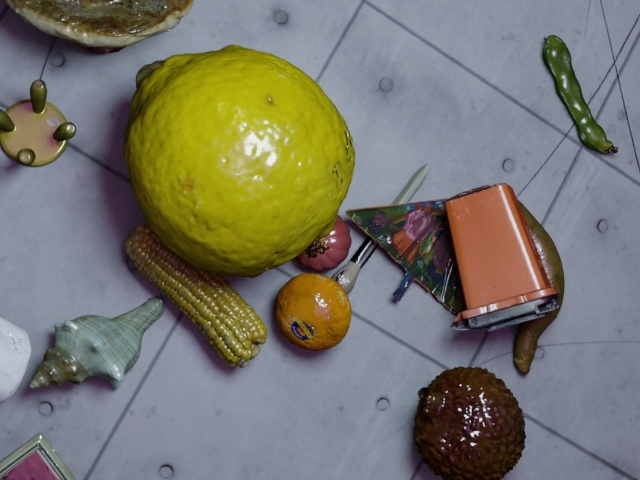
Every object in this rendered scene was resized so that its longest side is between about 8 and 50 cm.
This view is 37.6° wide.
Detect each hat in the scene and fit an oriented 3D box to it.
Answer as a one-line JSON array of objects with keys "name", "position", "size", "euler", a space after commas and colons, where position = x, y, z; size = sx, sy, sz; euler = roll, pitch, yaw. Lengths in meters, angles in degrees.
[{"name": "hat", "position": [-0.521, 0.177, 1.428], "size": [0.126, 0.203, 0.203], "euler": [30, 79, -31]}]

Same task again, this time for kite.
[{"name": "kite", "position": [0.189, 0.005, 1.672], "size": [0.321, 0.016, 0.234], "euler": [42, 73, -18]}]

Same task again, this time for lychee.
[{"name": "lychee", "position": [0.245, 0.312, 1.596], "size": [0.238, 0.200, 0.200], "euler": [35, 78, -26]}]

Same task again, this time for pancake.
[{"name": "pancake", "position": [-0.347, -0.444, 1.502], "size": [0.356, 0.065, 0.356], "euler": [6, 59, -10]}]

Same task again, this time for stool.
[{"name": "stool", "position": [-0.454, -0.178, 1.487], "size": [0.134, 0.110, 0.135], "euler": [11, 83, -13]}]

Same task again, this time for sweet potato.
[{"name": "sweet potato", "position": [0.387, 0.067, 1.710], "size": [0.108, 0.079, 0.346], "euler": [-7, 91, 8]}]

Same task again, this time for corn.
[{"name": "corn", "position": [-0.206, 0.084, 1.546], "size": [0.291, 0.101, 0.101], "euler": [44, 77, -4]}]

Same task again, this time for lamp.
[{"name": "lamp", "position": [0.000, 0.000, 1.601], "size": [0.107, 0.092, 0.108], "euler": [1, 93, 20]}]

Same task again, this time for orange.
[{"name": "orange", "position": [-0.011, 0.116, 1.574], "size": [0.135, 0.135, 0.117], "euler": [35, 41, -10]}]

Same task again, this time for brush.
[{"name": "brush", "position": [0.107, -0.023, 1.660], "size": [0.042, 0.039, 0.299], "euler": [37, 77, -8]}]

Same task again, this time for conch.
[{"name": "conch", "position": [-0.346, 0.181, 1.494], "size": [0.233, 0.114, 0.137], "euler": [-8, 102, -20]}]

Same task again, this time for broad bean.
[{"name": "broad bean", "position": [0.479, -0.268, 1.765], "size": [0.052, 0.052, 0.256], "euler": [-34, 97, -52]}]

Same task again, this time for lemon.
[{"name": "lemon", "position": [-0.134, -0.128, 1.452], "size": [0.387, 0.350, 0.350], "euler": [41, 78, -13]}]

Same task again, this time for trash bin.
[{"name": "trash bin", "position": [0.291, 0.033, 1.621], "size": [0.184, 0.161, 0.239], "euler": [-19, 82, 17]}]

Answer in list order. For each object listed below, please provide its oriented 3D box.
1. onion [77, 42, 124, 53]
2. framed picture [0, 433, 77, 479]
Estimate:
[{"name": "onion", "position": [-0.351, -0.350, 1.537], "size": [0.107, 0.097, 0.107], "euler": [-7, 56, 11]}, {"name": "framed picture", "position": [-0.493, 0.470, 1.483], "size": [0.273, 0.016, 0.216], "euler": [-37, 95, -14]}]
